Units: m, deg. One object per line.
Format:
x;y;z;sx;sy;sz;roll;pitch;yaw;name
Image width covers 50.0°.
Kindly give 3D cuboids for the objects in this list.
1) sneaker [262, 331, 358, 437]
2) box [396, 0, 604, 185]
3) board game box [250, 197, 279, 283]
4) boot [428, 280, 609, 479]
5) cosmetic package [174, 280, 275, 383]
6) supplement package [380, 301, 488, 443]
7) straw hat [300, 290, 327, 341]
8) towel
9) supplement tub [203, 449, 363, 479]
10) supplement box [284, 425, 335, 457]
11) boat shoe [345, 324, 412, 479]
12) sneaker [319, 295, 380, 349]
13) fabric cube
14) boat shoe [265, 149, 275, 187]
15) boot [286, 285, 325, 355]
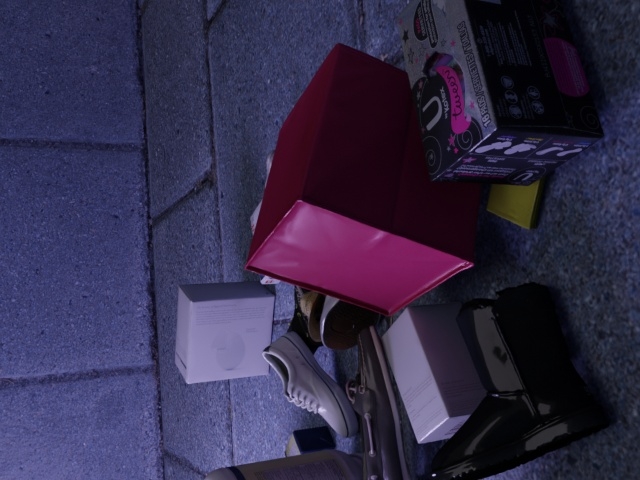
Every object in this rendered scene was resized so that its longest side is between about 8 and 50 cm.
-0.027;0.310;1.419;0.258;0.091;0.094;49;147;23;sneaker
0.210;-0.206;0.852;0.142;0.164;0.247;135;130;-58;box
-0.087;-0.041;1.641;0.305;0.053;0.192;132;132;-55;board game box
0.223;0.188;0.902;0.247;0.094;0.207;-34;56;25;boot
-0.253;0.232;1.796;0.138;0.224;0.224;33;120;59;cosmetic package
0.181;0.197;1.040;0.105;0.105;0.179;119;141;-49;supplement package
-0.006;0.129;1.366;0.061;0.145;0.144;20;111;31;straw hat
0.280;-0.141;0.926;0.102;0.021;0.237;-139;52;-61;towel
-0.040;0.514;1.256;0.235;0.325;0.235;5;96;64;supplement tub
-0.024;0.456;1.496;0.056;0.083;0.083;63;143;43;supplement box
0.084;0.310;1.122;0.112;0.096;0.334;-66;-36;-86;boat shoe
0.069;0.079;1.302;0.123;0.106;0.290;-93;18;-55;sneaker
0.067;-0.074;1.005;0.254;0.259;0.258;135;150;-57;fabric cube
-0.104;-0.158;1.584;0.035;0.035;0.100;12;95;38;boat shoe
-0.036;0.140;1.510;0.178;0.085;0.236;123;138;-53;boot
